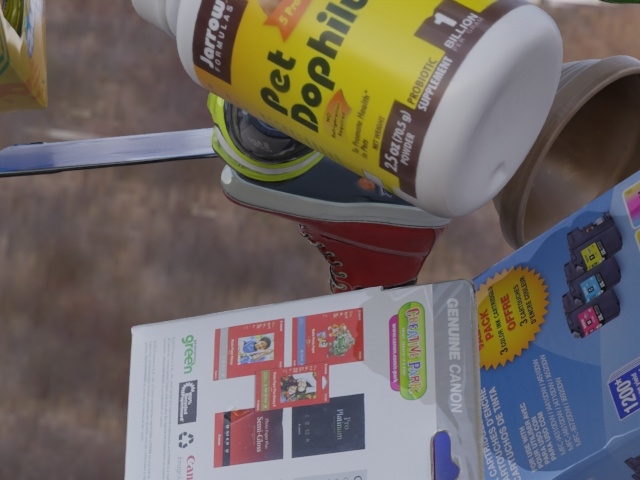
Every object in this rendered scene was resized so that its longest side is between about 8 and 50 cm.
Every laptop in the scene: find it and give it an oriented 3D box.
[{"bbox_3d":[-0.100,-0.183,1.621,0.236,0.408,0.382,29,7,-2],"label":"laptop"}]

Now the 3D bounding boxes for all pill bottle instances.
[{"bbox_3d":[0.009,-0.107,0.996,0.215,0.117,0.117,30,7,23],"label":"pill bottle"}]

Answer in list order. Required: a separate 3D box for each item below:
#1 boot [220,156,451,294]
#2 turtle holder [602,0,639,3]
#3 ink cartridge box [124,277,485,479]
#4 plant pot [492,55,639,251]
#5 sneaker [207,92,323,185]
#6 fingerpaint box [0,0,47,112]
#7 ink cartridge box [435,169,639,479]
[{"bbox_3d":[0.000,0.000,1.972,0.244,0.176,0.088,10,41,-17],"label":"boot"},{"bbox_3d":[0.353,-0.270,1.525,0.243,0.227,0.320,30,-48,-13],"label":"turtle holder"},{"bbox_3d":[0.004,0.203,1.379,0.272,0.309,0.130,-10,-31,18],"label":"ink cartridge box"},{"bbox_3d":[0.249,-0.101,2.020,0.110,0.237,0.237,36,14,32],"label":"plant pot"},{"bbox_3d":[0.034,-0.168,1.236,0.111,0.300,0.121,29,-1,-7],"label":"sneaker"},{"bbox_3d":[-0.371,-0.376,1.809,0.163,0.444,0.371,-4,-13,3],"label":"fingerpaint box"},{"bbox_3d":[0.236,0.138,1.764,0.395,0.270,0.151,-37,-49,24],"label":"ink cartridge box"}]
